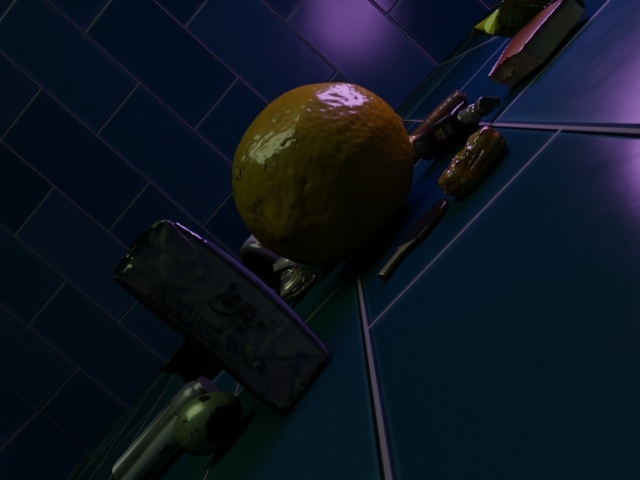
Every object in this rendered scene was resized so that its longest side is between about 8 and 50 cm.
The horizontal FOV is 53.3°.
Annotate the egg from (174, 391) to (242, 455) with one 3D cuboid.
[{"bbox_3d":[-0.166,0.271,0.948,0.110,0.085,0.085,-32,8,5],"label":"egg"}]

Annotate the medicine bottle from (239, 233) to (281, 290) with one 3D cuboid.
[{"bbox_3d":[-0.069,-0.016,1.644,0.273,0.165,0.165,-51,7,-31],"label":"medicine bottle"}]

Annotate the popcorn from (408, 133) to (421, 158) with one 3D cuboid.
[{"bbox_3d":[0.200,-0.197,1.441,0.084,0.084,0.084,-48,6,7],"label":"popcorn"}]

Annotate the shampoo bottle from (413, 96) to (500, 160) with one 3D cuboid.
[{"bbox_3d":[0.245,-0.207,1.163,0.063,0.057,0.207,-43,6,-25],"label":"shampoo bottle"}]

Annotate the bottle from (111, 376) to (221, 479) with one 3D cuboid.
[{"bbox_3d":[-0.288,0.372,1.218,0.254,0.079,0.096,-49,-32,5],"label":"bottle"}]

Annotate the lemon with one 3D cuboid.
[{"bbox_3d":[0.004,-0.118,1.130,0.336,0.336,0.336,-48,6,7],"label":"lemon"}]

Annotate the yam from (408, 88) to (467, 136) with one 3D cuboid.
[{"bbox_3d":[0.242,-0.250,1.481,0.264,0.046,0.046,-43,8,37],"label":"yam"}]

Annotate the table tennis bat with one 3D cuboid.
[{"bbox_3d":[0.131,-0.004,0.913,0.156,0.013,0.087,-50,7,-20],"label":"table tennis bat"}]

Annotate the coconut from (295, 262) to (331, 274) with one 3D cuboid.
[{"bbox_3d":[0.000,0.000,1.329,0.122,0.116,0.116,-46,7,22],"label":"coconut"}]

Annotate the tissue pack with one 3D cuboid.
[{"bbox_3d":[-0.162,0.109,0.978,0.124,0.288,0.394,-53,7,-13],"label":"tissue pack"}]

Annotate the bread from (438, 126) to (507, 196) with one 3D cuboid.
[{"bbox_3d":[0.208,-0.108,0.882,0.111,0.044,0.083,-51,5,-1],"label":"bread"}]

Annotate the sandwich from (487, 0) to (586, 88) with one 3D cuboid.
[{"bbox_3d":[0.363,-0.337,1.139,0.162,0.058,0.193,-49,5,-1],"label":"sandwich"}]

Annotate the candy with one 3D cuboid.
[{"bbox_3d":[0.401,-0.438,1.268,0.246,0.149,0.069,-108,24,-84],"label":"candy"}]

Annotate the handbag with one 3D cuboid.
[{"bbox_3d":[-0.255,0.212,1.696,0.303,0.122,0.329,-52,3,21],"label":"handbag"}]

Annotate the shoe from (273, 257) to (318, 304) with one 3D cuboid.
[{"bbox_3d":[-0.053,0.058,1.410,0.089,0.092,0.180,-43,9,37],"label":"shoe"}]
